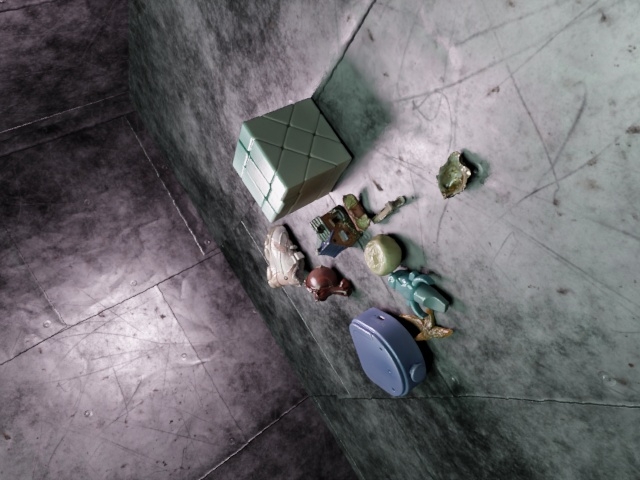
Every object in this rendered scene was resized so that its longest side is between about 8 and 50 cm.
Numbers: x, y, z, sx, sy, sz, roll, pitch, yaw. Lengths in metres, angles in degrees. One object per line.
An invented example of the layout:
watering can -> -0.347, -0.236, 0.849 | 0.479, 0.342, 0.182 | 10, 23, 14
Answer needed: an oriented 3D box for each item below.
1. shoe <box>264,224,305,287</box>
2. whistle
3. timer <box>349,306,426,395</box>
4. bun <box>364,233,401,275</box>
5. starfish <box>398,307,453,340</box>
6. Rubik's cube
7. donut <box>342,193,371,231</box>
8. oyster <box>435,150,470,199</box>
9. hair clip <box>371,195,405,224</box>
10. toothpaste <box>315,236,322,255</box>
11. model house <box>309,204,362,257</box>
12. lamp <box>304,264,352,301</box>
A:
shoe -> -0.178, 0.088, 2.566 | 0.198, 0.172, 0.351 | 2, 103, 19
whistle -> 0.366, 0.188, 1.795 | 0.274, 0.093, 0.186 | 32, 137, 37
timer -> 0.318, 0.500, 2.087 | 0.395, 0.173, 0.395 | 45, 151, 33
bun -> 0.249, 0.055, 1.853 | 0.188, 0.111, 0.164 | 141, 115, -65
starfish -> 0.427, 0.330, 1.885 | 0.138, 0.050, 0.247 | 59, 146, 2
Rubik's cube -> -0.122, -0.313, 1.878 | 0.322, 0.319, 0.316 | 56, 153, 10
donut -> 0.145, -0.108, 1.883 | 0.166, 0.065, 0.117 | 63, -178, 9
oyster -> 0.397, -0.186, 1.411 | 0.103, 0.051, 0.148 | 52, 137, 21
hair clip -> 0.247, -0.109, 1.754 | 0.034, 0.072, 0.226 | 63, 163, 9
toothpaste -> 0.000, 0.000, 2.292 | 0.062, 0.037, 0.216 | 45, 145, 28
model house -> 0.045, -0.029, 2.037 | 0.183, 0.172, 0.166 | 56, 154, 9
lamp -> 0.033, 0.217, 2.332 | 0.151, 0.215, 0.223 | 76, 175, -56
